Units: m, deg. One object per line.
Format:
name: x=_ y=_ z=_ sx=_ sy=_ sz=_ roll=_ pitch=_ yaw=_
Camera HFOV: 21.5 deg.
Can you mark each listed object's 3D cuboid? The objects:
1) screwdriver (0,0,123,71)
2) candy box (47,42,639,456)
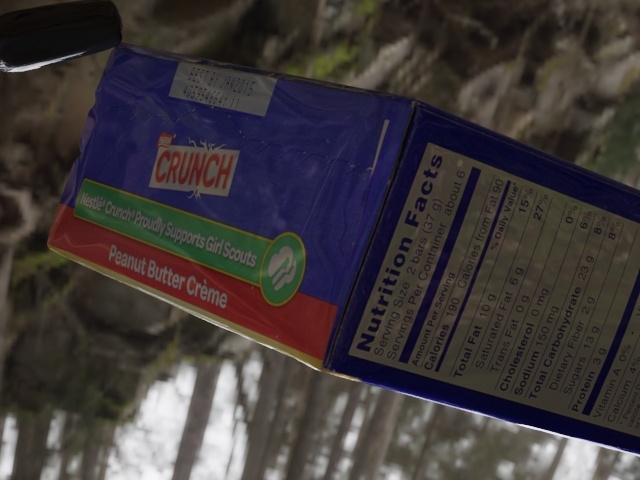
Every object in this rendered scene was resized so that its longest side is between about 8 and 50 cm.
screwdriver: x=-0.155 y=-0.064 z=0.621 sx=0.170 sy=0.024 sz=0.025 roll=-16 pitch=-150 yaw=-18
candy box: x=0.070 y=0.013 z=0.821 sx=0.317 sy=0.122 sz=0.268 roll=19 pitch=-179 yaw=-33
